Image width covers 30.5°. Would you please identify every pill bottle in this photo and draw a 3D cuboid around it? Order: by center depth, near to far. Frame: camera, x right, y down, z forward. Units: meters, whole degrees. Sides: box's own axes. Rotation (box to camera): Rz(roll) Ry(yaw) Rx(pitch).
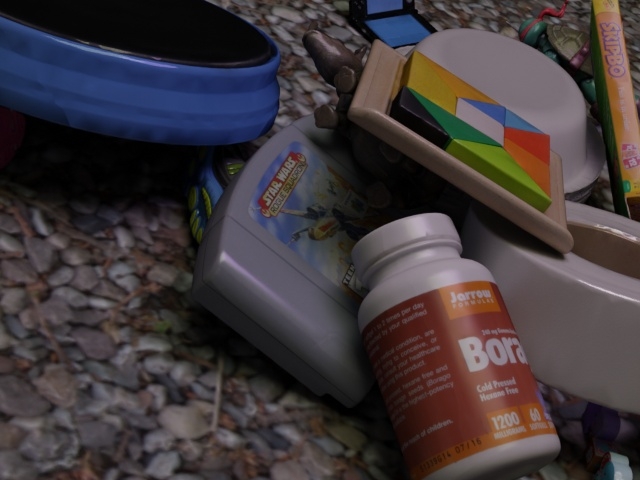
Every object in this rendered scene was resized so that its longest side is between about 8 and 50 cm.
[{"bbox_3d":[0.101,0.092,0.953,0.121,0.121,0.216,-7,66,-31],"label":"pill bottle"}]

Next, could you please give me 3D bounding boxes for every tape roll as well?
[{"bbox_3d":[0.259,0.053,1.080,0.286,0.100,0.286,15,18,-5],"label":"tape roll"}]

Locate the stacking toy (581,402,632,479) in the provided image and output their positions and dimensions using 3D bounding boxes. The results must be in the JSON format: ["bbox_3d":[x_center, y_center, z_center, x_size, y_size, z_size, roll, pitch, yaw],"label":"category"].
[{"bbox_3d":[0.251,0.184,1.019,0.167,0.052,0.221,14,38,-8],"label":"stacking toy"}]

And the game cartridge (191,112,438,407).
[{"bbox_3d":[0.000,0.000,1.088,0.198,0.062,0.297,42,36,-10],"label":"game cartridge"}]

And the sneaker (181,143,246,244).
[{"bbox_3d":[-0.090,-0.049,1.158,0.078,0.067,0.188,22,33,-27],"label":"sneaker"}]

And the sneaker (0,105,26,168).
[{"bbox_3d":[-0.390,-0.103,1.044,0.252,0.103,0.111,-10,48,-35],"label":"sneaker"}]

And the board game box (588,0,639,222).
[{"bbox_3d":[0.332,-0.128,1.306,0.039,0.124,0.259,-5,73,10],"label":"board game box"}]

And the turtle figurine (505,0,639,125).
[{"bbox_3d":[0.315,-0.210,1.500,0.234,0.118,0.175,40,51,10],"label":"turtle figurine"}]

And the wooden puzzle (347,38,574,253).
[{"bbox_3d":[0.134,-0.098,1.063,0.221,0.044,0.238,31,23,-7],"label":"wooden puzzle"}]

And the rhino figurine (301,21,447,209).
[{"bbox_3d":[0.044,-0.126,1.149,0.106,0.073,0.243,12,41,-53],"label":"rhino figurine"}]

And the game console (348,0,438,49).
[{"bbox_3d":[0.103,-0.312,1.567,0.122,0.107,0.071,-18,22,-40],"label":"game console"}]

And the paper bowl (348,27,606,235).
[{"bbox_3d":[0.178,-0.128,1.302,0.284,0.148,0.284,13,38,-11],"label":"paper bowl"}]

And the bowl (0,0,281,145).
[{"bbox_3d":[-0.223,-0.208,1.192,0.391,0.077,0.391,16,21,-6],"label":"bowl"}]
